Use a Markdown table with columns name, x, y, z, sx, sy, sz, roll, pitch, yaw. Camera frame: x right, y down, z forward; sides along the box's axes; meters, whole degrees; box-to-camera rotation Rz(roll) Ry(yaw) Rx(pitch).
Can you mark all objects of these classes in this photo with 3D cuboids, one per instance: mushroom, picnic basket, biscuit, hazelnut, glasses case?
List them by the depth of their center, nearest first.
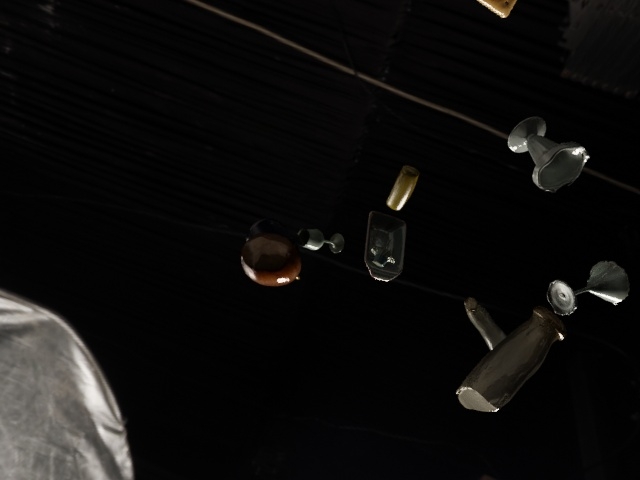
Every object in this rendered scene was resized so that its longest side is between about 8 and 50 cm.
| name | x | y | z | sx | sy | sz | roll | pitch | yaw |
| --- | --- | --- | --- | --- | --- | --- | --- | --- | --- |
| picnic basket | 0.194 | 0.041 | 1.671 | 0.083 | 0.083 | 0.065 | -58 | 155 | -19 |
| mushroom | 0.596 | 0.379 | 1.709 | 0.407 | 0.137 | 0.154 | -47 | 169 | -1 |
| biscuit | 0.571 | -0.856 | 1.801 | 0.160 | 0.250 | 0.030 | -62 | -146 | 17 |
| hazelnut | -0.168 | 0.073 | 1.861 | 0.176 | 0.215 | 0.214 | -53 | 169 | -34 |
| glasses case | 0.326 | -0.203 | 2.176 | 0.064 | 0.079 | 0.234 | -54 | 170 | -36 |
| mushroom | 0.702 | 0.380 | 2.249 | 0.097 | 0.351 | 0.109 | -37 | -177 | 16 |

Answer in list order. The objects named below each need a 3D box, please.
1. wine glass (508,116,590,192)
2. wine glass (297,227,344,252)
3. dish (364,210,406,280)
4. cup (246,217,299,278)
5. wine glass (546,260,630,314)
| name | x | y | z | sx | sy | sz | roll | pitch | yaw |
| --- | --- | --- | --- | --- | --- | --- | --- | --- | --- |
| wine glass | 0.664 | -0.264 | 1.619 | 0.164 | 0.165 | 0.196 | 108 | -29 | -42 |
| wine glass | 0.000 | 0.000 | 2.051 | 0.196 | 0.079 | 0.079 | 11 | 104 | -47 |
| dish | 0.211 | 0.027 | 1.901 | 0.064 | 0.154 | 0.234 | -32 | -135 | 58 |
| cup | -0.157 | 0.044 | 2.241 | 0.178 | 0.255 | 0.256 | -63 | -156 | 9 |
| wine glass | 0.877 | 0.162 | 1.810 | 0.156 | 0.233 | 0.156 | 166 | -90 | -68 |
